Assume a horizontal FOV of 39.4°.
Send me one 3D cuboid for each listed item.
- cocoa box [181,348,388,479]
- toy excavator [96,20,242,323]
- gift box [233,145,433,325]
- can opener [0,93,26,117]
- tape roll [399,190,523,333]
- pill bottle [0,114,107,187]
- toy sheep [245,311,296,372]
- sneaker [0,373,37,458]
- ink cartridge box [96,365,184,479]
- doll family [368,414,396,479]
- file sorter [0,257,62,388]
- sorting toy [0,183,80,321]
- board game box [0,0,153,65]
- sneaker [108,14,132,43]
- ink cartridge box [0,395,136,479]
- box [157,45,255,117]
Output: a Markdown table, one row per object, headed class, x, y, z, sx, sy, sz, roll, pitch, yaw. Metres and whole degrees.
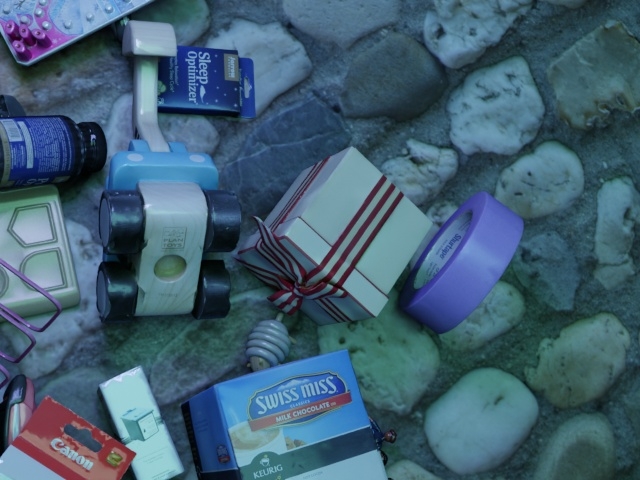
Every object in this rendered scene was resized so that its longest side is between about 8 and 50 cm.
| class | x | y | z | sx | sy | sz | roll | pitch | yaw |
| --- | --- | --- | --- | --- | --- | --- | --- | --- | --- |
| cocoa box | -0.076 | 0.334 | 1.483 | 0.231 | 0.347 | 0.228 | -12 | 79 | -20 |
| toy excavator | -0.304 | -0.127 | 1.604 | 0.222 | 0.433 | 0.445 | -2 | 33 | -23 |
| gift box | 0.000 | 0.000 | 1.654 | 0.276 | 0.255 | 0.258 | 39 | 66 | -11 |
| can opener | -0.614 | -0.299 | 1.643 | 0.093 | 0.074 | 0.280 | -5 | 77 | -54 |
| tape roll | 0.266 | 0.042 | 1.709 | 0.090 | 0.275 | 0.275 | 35 | 68 | -5 |
| pill bottle | -0.496 | -0.160 | 1.579 | 0.219 | 0.122 | 0.123 | -9 | 78 | -42 |
| toy sheep | -0.094 | 0.193 | 1.660 | 0.091 | 0.091 | 0.132 | 25 | 56 | -10 |
| sneaker | -0.464 | 0.378 | 1.493 | 0.136 | 0.116 | 0.314 | -3 | 83 | -29 |
| ink cartridge box | -0.309 | 0.322 | 1.525 | 0.082 | 0.139 | 0.191 | -23 | 83 | -19 |
| doll family | 0.091 | 0.422 | 1.659 | 0.111 | 0.076 | 0.193 | -3 | 81 | 1 |
| file sorter | -0.570 | 0.177 | 1.391 | 0.182 | 0.202 | 0.291 | 38 | 57 | -10 |
| sorting toy | -0.597 | 0.035 | 1.569 | 0.307 | 0.041 | 0.229 | -11 | 83 | -19 |
| board game box | -0.477 | -0.577 | 1.672 | 0.390 | 0.050 | 0.390 | -30 | 80 | -7 |
| sneaker | -0.450 | -0.482 | 1.727 | 0.108 | 0.100 | 0.272 | -34 | 81 | -13 |
| ink cartridge box | -0.424 | 0.386 | 1.396 | 0.181 | 0.056 | 0.225 | 34 | 81 | -4 |
| box | -0.237 | -0.317 | 1.775 | 0.225 | 0.036 | 0.137 | 1 | 76 | -19 |
